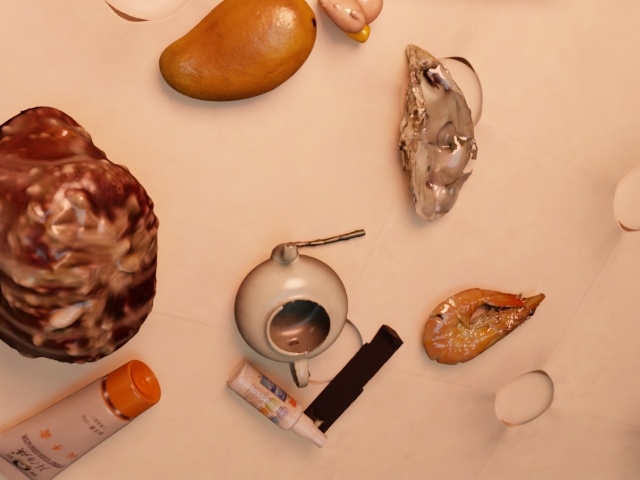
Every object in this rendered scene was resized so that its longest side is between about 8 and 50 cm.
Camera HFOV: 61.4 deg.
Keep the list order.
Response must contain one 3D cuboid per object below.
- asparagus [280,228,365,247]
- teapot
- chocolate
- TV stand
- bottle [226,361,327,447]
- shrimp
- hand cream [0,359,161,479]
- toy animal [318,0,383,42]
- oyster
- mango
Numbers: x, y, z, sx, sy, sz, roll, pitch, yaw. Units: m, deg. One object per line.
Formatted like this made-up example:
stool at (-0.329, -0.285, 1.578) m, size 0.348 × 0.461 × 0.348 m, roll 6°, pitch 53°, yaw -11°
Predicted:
asparagus at (0.000, 0.000, 0.934) m, size 0.163 × 0.016 × 0.016 m, roll -9°, pitch 140°, yaw -11°
teapot at (-0.046, 0.120, 0.905) m, size 0.193 × 0.129 × 0.294 m, roll -9°, pitch 113°, yaw -10°
chocolate at (-0.324, 0.020, 0.702) m, size 0.225 × 0.210 × 0.339 m, roll -23°, pitch 130°, yaw -45°
TV stand at (0.059, 0.272, 1.040) m, size 0.040 × 0.049 × 0.256 m, roll 37°, pitch 99°, yaw -22°
bottle at (-0.074, 0.310, 0.990) m, size 0.217 × 0.060 × 0.060 m, roll 43°, pitch 96°, yaw -12°
shrimp at (0.321, 0.152, 1.058) m, size 0.268 × 0.061 × 0.145 m, roll -19°, pitch 106°, yaw -5°
hand cream at (-0.426, 0.313, 0.915) m, size 0.314 × 0.089 × 0.139 m, roll -35°, pitch 114°, yaw 9°
toy animal at (0.046, -0.341, 0.761) m, size 0.091 × 0.114 × 0.082 m, roll 46°, pitch 108°, yaw 6°
oyster at (0.178, -0.158, 0.876) m, size 0.252 × 0.087 × 0.199 m, roll 39°, pitch 88°, yaw -32°
mango at (-0.112, -0.266, 0.753) m, size 0.228 × 0.099 × 0.136 m, roll -23°, pitch 120°, yaw 4°
